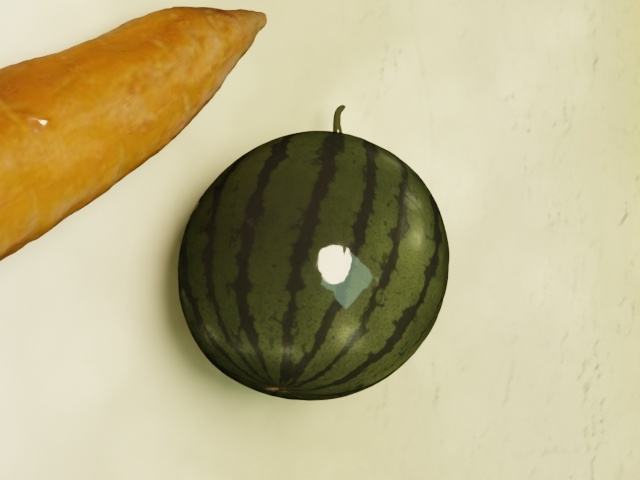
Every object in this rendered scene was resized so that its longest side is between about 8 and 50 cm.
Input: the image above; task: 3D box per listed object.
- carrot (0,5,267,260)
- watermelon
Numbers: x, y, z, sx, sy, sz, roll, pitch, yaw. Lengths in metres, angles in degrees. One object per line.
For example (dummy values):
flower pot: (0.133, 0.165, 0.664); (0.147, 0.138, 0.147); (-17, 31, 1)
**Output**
carrot: (-0.097, -0.042, 0.682); (0.205, 0.072, 0.072); (-34, 111, -28)
watermelon: (0.000, 0.000, 0.731); (0.105, 0.105, 0.133); (36, 52, -30)
